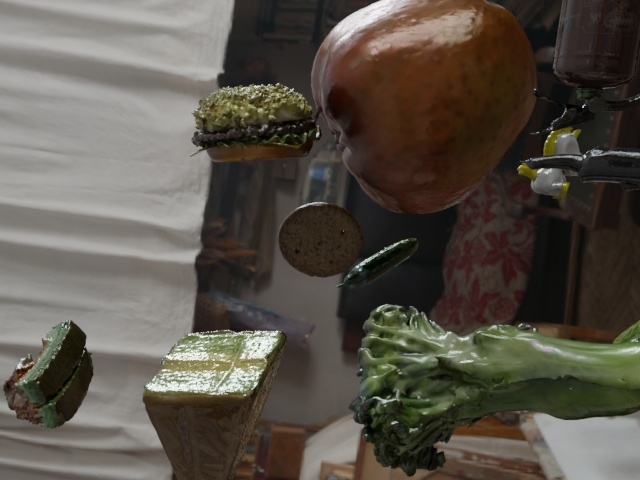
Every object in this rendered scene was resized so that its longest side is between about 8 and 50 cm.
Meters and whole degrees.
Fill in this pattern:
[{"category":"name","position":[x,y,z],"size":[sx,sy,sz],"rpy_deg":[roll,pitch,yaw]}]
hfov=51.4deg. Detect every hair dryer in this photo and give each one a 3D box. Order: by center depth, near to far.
[{"category":"hair dryer","position":[0.329,-0.027,0.659],"size":[0.091,0.271,0.236],"rpy_deg":[-1,-70,-62]}]

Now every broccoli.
[{"category":"broccoli","position":[0.165,0.133,0.615],"size":[0.304,0.145,0.165],"rpy_deg":[-16,42,40]}]

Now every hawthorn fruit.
[{"category":"hawthorn fruit","position":[0.216,-0.295,1.373],"size":[0.472,0.471,0.472],"rpy_deg":[-172,90,-85]}]

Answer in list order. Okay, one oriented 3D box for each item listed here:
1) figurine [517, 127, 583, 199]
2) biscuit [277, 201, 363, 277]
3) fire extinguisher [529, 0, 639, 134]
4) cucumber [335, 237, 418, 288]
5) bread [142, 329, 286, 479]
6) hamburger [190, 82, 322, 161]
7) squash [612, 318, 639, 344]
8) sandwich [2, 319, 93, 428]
[{"category":"figurine","position":[0.560,-0.182,1.556],"size":[0.178,0.129,0.109],"rpy_deg":[-50,8,4]},{"category":"biscuit","position":[0.000,-0.001,1.447],"size":[0.027,0.187,0.188],"rpy_deg":[-87,7,-57]},{"category":"fire extinguisher","position":[0.158,-0.132,0.352],"size":[0.045,0.078,0.157],"rpy_deg":[-125,39,-78]},{"category":"cucumber","position":[0.142,0.055,1.565],"size":[0.056,0.250,0.056],"rpy_deg":[46,154,30]},{"category":"bread","position":[-0.057,0.140,0.477],"size":[0.074,0.084,0.139],"rpy_deg":[-60,-38,-57]},{"category":"hamburger","position":[-0.116,-0.217,1.232],"size":[0.261,0.243,0.139],"rpy_deg":[-40,-53,-75]},{"category":"squash","position":[0.529,0.154,0.891],"size":[0.093,0.169,0.252],"rpy_deg":[-40,-11,-39]},{"category":"sandwich","position":[-0.460,0.230,1.091],"size":[0.185,0.159,0.109],"rpy_deg":[-89,-25,-67]}]
